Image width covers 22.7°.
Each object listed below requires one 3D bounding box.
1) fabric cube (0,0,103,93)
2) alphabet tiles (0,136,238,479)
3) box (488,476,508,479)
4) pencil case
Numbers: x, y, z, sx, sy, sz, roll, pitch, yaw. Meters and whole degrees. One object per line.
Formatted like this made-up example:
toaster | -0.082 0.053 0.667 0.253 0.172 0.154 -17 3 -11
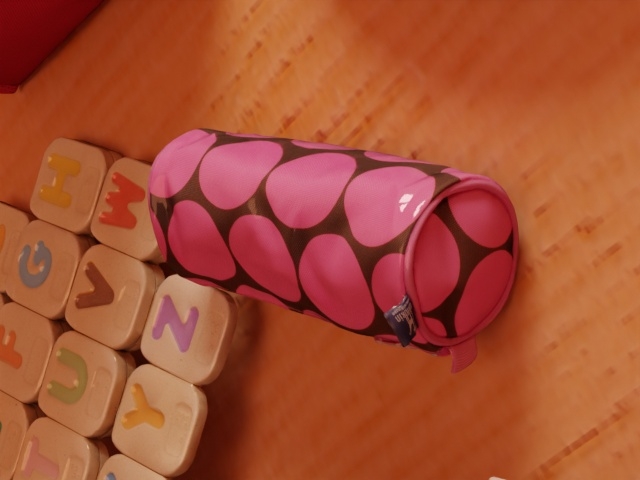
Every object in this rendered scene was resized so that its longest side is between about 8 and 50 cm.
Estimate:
fabric cube | -0.258 -0.260 0.959 0.258 0.254 0.259 -35 70 43
alphabet tiles | -0.167 0.080 1.007 0.278 0.021 0.284 20 94 45
box | 0.192 0.204 0.586 0.300 0.154 0.142 12 76 43
pencil case | 0.000 0.000 0.839 0.209 0.095 0.098 16 125 45
